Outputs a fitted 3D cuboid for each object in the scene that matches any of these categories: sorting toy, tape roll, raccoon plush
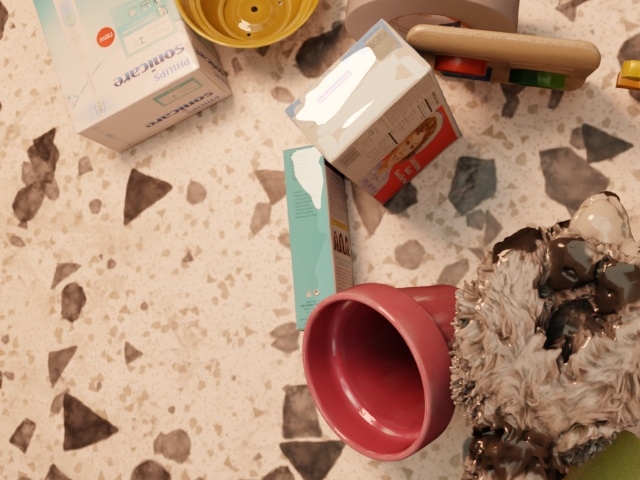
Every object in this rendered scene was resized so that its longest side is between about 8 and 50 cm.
[{"bbox_3d":[0.267,-0.203,0.909,0.307,0.229,0.041,10,96,14],"label":"sorting toy"},{"bbox_3d":[0.143,-0.299,0.967,0.219,0.219,0.072,5,84,17],"label":"tape roll"},{"bbox_3d":[0.225,0.146,0.850,0.216,0.299,0.446,38,98,13],"label":"raccoon plush"}]

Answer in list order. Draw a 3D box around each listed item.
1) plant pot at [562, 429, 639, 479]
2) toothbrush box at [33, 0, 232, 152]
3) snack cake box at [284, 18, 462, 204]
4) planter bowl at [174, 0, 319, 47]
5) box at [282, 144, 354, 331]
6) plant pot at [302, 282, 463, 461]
[{"bbox_3d":[0.322,0.356,0.817,0.276,0.276,0.254,35,81,18],"label":"plant pot"},{"bbox_3d":[-0.295,-0.318,1.154,0.216,0.126,0.296,-24,77,12],"label":"toothbrush box"},{"bbox_3d":[0.077,-0.145,0.940,0.152,0.264,0.089,-43,72,7],"label":"snack cake box"},{"bbox_3d":[-0.102,-0.360,1.108,0.217,0.090,0.217,0,76,1],"label":"planter bowl"},{"bbox_3d":[0.000,0.000,1.030,0.060,0.100,0.245,-8,79,16],"label":"box"},{"bbox_3d":[0.108,0.138,0.914,0.201,0.180,0.202,17,115,43],"label":"plant pot"}]
